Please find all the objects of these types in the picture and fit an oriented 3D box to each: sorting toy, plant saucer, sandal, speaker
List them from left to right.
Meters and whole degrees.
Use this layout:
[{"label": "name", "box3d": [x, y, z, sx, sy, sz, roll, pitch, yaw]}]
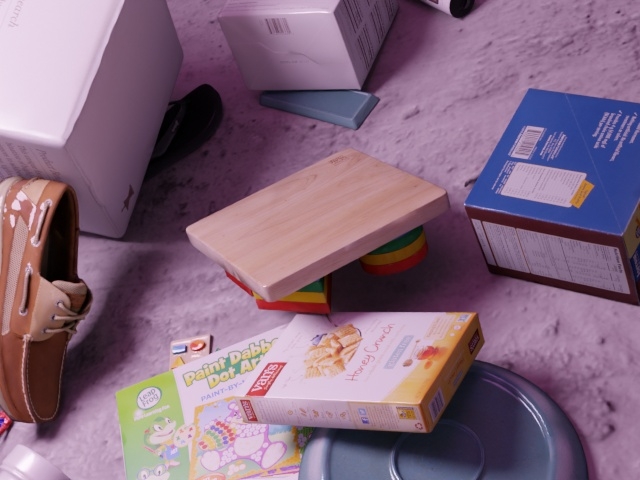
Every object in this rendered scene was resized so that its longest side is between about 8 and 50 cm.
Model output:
[{"label": "sandal", "box3d": [-0.251, -0.152, 1.869, 0.254, 0.054, 0.097, -43, 47, -13]}, {"label": "sorting toy", "box3d": [-0.160, 0.147, 1.600, 0.083, 0.012, 0.062, -13, 48, 15]}, {"label": "plant saucer", "box3d": [-0.006, -0.213, 1.834, 0.192, 0.018, 0.067, 19, 62, 35]}, {"label": "sorting toy", "box3d": [0.000, 0.000, 1.537, 0.257, 0.089, 0.255, -27, 26, -18]}, {"label": "speaker", "box3d": [0.174, -0.387, 1.874, 0.055, 0.055, 0.136, -41, 48, -12]}, {"label": "plant saucer", "box3d": [0.128, 0.244, 1.322, 0.317, 0.044, 0.318, -5, 47, 6]}]

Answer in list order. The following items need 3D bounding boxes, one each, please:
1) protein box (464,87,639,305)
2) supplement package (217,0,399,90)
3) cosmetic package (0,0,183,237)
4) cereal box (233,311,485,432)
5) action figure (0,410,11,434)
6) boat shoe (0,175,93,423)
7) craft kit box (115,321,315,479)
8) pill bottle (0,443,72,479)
[{"label": "protein box", "box3d": [0.316, -0.057, 1.467, 0.201, 0.136, 0.200, 13, 58, 33]}, {"label": "supplement package", "box3d": [-0.013, -0.346, 1.846, 0.194, 0.149, 0.203, 3, 48, 25]}, {"label": "cosmetic package", "box3d": [-0.444, -0.240, 1.721, 0.393, 0.329, 0.328, 13, 70, 8]}, {"label": "cereal box", "box3d": [0.044, 0.143, 1.374, 0.240, 0.047, 0.173, -2, 30, 31]}, {"label": "action figure", "box3d": [-0.444, 0.262, 1.624, 0.038, 0.030, 0.115, 7, 53, 36]}, {"label": "boat shoe", "box3d": [-0.364, 0.075, 1.588, 0.119, 0.122, 0.324, -3, 91, 21]}, {"label": "craft kit box", "box3d": [-0.114, 0.245, 1.468, 0.249, 0.061, 0.247, -23, 43, 5]}, {"label": "pill bottle", "box3d": [-0.393, 0.367, 1.432, 0.136, 0.136, 0.246, 19, 62, 36]}]
